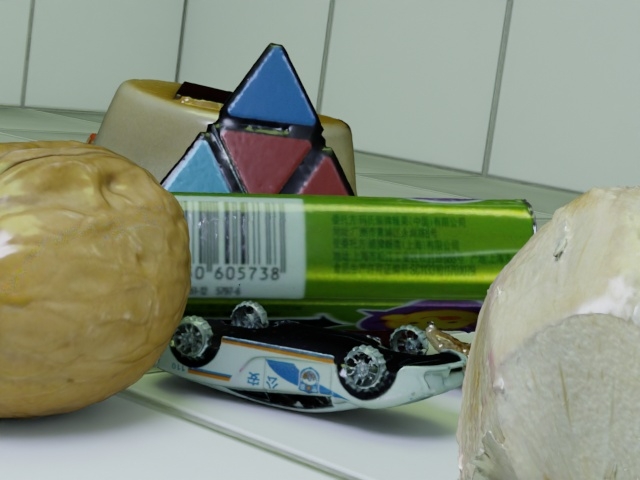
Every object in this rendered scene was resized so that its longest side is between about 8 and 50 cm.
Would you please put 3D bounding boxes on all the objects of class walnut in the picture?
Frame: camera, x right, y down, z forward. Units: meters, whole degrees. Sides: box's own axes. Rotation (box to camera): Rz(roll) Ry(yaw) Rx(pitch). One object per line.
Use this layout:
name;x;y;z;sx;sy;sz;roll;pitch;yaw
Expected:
walnut;-0.164;0.021;0.779;0.165;0.165;0.197;11;8;27

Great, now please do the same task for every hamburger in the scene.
hamburger;-0.102;-0.068;1.440;0.302;0.170;0.302;11;10;-2

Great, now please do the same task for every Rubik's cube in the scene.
Rubik's cube;0.000;0.000;1.111;0.234;0.250;0.284;31;11;19

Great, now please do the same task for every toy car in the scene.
toy car;-0.007;0.078;0.871;0.205;0.056;0.095;9;7;21

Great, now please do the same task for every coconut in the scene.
coconut;0.158;0.064;0.645;0.194;0.194;0.194;7;8;-1

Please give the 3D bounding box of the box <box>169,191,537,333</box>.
box;-0.026;0.014;1.000;0.345;0.097;0.134;1;-15;-9

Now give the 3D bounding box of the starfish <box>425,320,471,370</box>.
starfish;0.189;0.091;0.958;0.277;0.062;0.235;5;6;-38
